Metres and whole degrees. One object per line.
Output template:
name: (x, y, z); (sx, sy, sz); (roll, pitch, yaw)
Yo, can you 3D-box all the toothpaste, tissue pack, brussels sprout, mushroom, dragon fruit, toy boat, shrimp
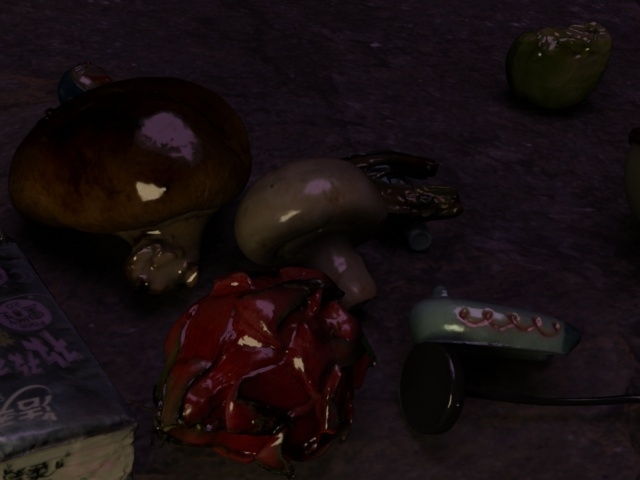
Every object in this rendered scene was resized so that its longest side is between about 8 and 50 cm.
toothpaste: (0.121, -0.058, 1.698); (0.056, 0.036, 0.205); (-4, 36, -9)
tissue pack: (-0.382, 0.151, 1.239); (0.259, 0.122, 0.361); (-16, 41, -30)
brussels sprout: (0.404, -0.299, 1.970); (0.183, 0.145, 0.131); (-6, 32, -13)
mushroom: (-0.243, -0.076, 1.537); (0.346, 0.259, 0.345); (-9, 16, 2)
dragon fruit: (-0.078, 0.137, 1.244); (0.234, 0.233, 0.293); (38, 29, 32)
toy boat: (0.210, 0.103, 1.426); (0.208, 0.134, 0.078); (7, 81, -6)
mushroom: (-0.008, -0.009, 1.516); (0.207, 0.209, 0.206); (-8, 14, 2)
shrimp: (0.098, -0.083, 1.671); (0.253, 0.058, 0.173); (6, 34, 26)

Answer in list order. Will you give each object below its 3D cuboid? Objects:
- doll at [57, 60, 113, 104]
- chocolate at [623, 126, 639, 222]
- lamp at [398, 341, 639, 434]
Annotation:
doll: (-0.342, -0.212, 1.759); (0.152, 0.085, 0.114); (44, 25, 24)
chocolate: (0.569, -0.085, 1.666); (0.284, 0.283, 0.186); (1, 20, -10)
lamp: (0.282, 0.199, 1.361); (0.371, 0.130, 0.108); (13, 15, -8)
